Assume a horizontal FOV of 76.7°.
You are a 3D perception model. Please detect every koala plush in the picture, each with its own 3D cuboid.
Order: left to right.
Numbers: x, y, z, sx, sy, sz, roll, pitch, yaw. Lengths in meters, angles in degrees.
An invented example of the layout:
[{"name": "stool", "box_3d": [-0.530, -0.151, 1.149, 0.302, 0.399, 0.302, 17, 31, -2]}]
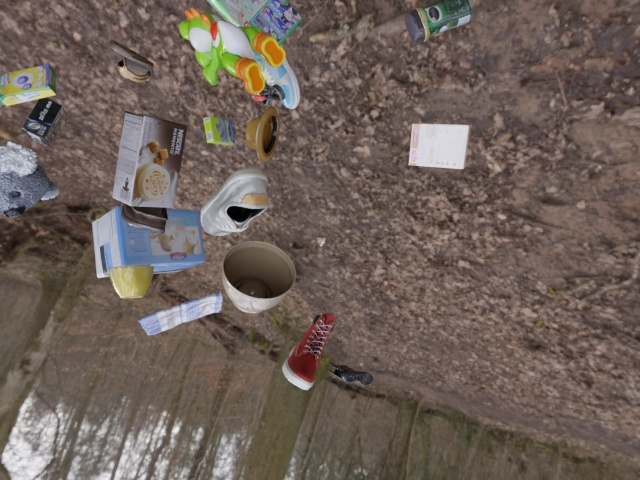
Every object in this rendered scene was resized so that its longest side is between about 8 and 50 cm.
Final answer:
[{"name": "koala plush", "box_3d": [-0.650, -0.103, 0.791, 0.221, 0.203, 0.196, -24, 163, -19]}]

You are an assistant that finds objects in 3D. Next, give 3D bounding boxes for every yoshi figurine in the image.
[{"name": "yoshi figurine", "box_3d": [-0.276, -0.571, 1.236, 0.362, 0.203, 0.203, 35, -141, 25]}]

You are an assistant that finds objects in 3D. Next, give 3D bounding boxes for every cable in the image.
[{"name": "cable", "box_3d": [-0.225, -0.593, 1.659, 0.287, 0.072, 0.139, 46, 161, 46]}]

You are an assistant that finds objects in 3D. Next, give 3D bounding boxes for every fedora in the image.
[{"name": "fedora", "box_3d": [-0.204, -0.369, 1.391, 0.079, 0.194, 0.194, 13, 165, 11]}]

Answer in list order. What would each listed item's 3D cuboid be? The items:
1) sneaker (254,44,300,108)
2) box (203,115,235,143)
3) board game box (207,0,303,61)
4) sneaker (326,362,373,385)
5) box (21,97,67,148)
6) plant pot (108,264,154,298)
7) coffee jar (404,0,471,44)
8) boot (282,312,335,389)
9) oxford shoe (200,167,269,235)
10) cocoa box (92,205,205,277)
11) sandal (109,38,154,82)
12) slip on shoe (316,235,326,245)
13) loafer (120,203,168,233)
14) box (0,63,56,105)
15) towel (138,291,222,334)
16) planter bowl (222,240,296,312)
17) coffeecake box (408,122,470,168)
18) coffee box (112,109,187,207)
[{"name": "sneaker", "box_3d": [-0.220, -0.654, 1.593, 0.127, 0.208, 0.319, -4, 115, 52]}, {"name": "box", "box_3d": [-0.450, -0.492, 1.833, 0.042, 0.109, 0.178, -6, -175, 25]}, {"name": "board game box", "box_3d": [-0.239, -0.826, 1.417, 0.317, 0.213, 0.046, 42, 165, -22]}, {"name": "sneaker", "box_3d": [0.113, 0.504, 1.536, 0.170, 0.051, 0.089, 18, -178, -33]}, {"name": "box", "box_3d": [-1.057, -0.452, 1.559, 0.077, 0.147, 0.180, 28, 169, -24]}, {"name": "plant pot", "box_3d": [-0.607, 0.136, 1.304, 0.134, 0.095, 0.134, -7, 170, -1]}, {"name": "coffee jar", "box_3d": [0.354, -0.677, 1.231, 0.184, 0.096, 0.079, -21, 180, 5]}, {"name": "boot", "box_3d": [-0.019, 0.289, 1.115, 0.088, 0.176, 0.244, 34, -174, -4]}, {"name": "oxford shoe", "box_3d": [-0.289, -0.084, 1.335, 0.169, 0.130, 0.449, -4, 164, -32]}, {"name": "cocoa box", "box_3d": [-0.676, 0.008, 1.613, 0.228, 0.231, 0.347, -18, 169, 38]}, {"name": "sandal", "box_3d": [-0.447, -0.407, 0.957, 0.090, 0.060, 0.219, 24, 180, -22]}, {"name": "slip on shoe", "box_3d": [0.000, 0.000, 2.101, 0.041, 0.051, 0.135, 19, 175, -2]}, {"name": "loafer", "box_3d": [-0.593, -0.146, 1.371, 0.134, 0.130, 0.366, 17, -161, -40]}, {"name": "box", "box_3d": [-0.940, -0.491, 1.282, 0.179, 0.105, 0.043, -16, 156, -3]}, {"name": "towel", "box_3d": [-0.489, 0.263, 1.448, 0.285, 0.034, 0.209, -17, 162, -23]}, {"name": "planter bowl", "box_3d": [-0.148, 0.096, 0.915, 0.162, 0.162, 0.109, 15, 133, -11]}, {"name": "coffeecake box", "box_3d": [0.407, -0.327, 1.390, 0.185, 0.142, 0.068, 9, -161, 23]}, {"name": "coffee box", "box_3d": [-0.484, -0.225, 1.152, 0.098, 0.246, 0.141, 22, -167, 31]}]
